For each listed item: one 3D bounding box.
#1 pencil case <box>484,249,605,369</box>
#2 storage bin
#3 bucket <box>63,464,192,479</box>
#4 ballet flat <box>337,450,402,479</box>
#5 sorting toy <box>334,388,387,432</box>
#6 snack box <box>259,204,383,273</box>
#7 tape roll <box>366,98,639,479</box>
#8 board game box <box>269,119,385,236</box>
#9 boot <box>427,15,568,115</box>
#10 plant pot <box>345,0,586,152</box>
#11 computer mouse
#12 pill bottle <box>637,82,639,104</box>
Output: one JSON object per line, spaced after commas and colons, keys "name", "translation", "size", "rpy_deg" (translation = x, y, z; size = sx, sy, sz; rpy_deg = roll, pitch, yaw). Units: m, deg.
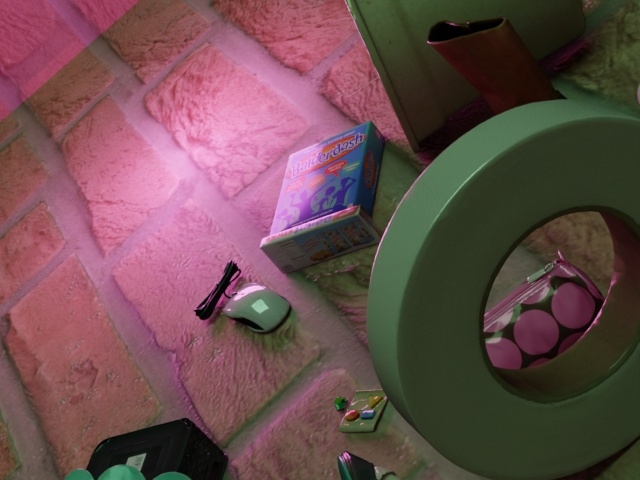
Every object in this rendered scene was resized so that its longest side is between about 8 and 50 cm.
{"name": "pencil case", "translation": [0.226, 0.108, 1.533], "size": [0.209, 0.098, 0.095], "rpy_deg": [-40, 31, 2]}
{"name": "storage bin", "translation": [-0.226, 0.320, 1.764], "size": [0.180, 0.084, 0.122], "rpy_deg": [-19, 37, 32]}
{"name": "bucket", "translation": [-0.193, 0.391, 1.469], "size": [0.281, 0.281, 0.183], "rpy_deg": [-19, 46, 31]}
{"name": "ballet flat", "translation": [0.068, 0.303, 1.496], "size": [0.074, 0.074, 0.203], "rpy_deg": [-36, 25, 8]}
{"name": "sorting toy", "translation": [0.044, 0.214, 1.676], "size": [0.083, 0.012, 0.062], "rpy_deg": [-9, 44, 41]}
{"name": "snack box", "translation": [0.000, 0.000, 1.942], "size": [0.178, 0.064, 0.022], "rpy_deg": [-19, 37, 31]}
{"name": "tape roll", "translation": [0.232, 0.054, 1.318], "size": [0.392, 0.392, 0.072], "rpy_deg": [-43, 32, -5]}
{"name": "board game box", "translation": [0.011, -0.079, 2.046], "size": [0.160, 0.047, 0.210], "rpy_deg": [-22, 35, 28]}
{"name": "boot", "translation": [0.296, -0.179, 1.641], "size": [0.096, 0.280, 0.264], "rpy_deg": [-50, 32, -16]}
{"name": "plant pot", "translation": [0.207, -0.343, 1.949], "size": [0.305, 0.334, 0.334], "rpy_deg": [-25, 33, 6]}
{"name": "computer mouse", "translation": [-0.115, 0.086, 1.979], "size": [0.106, 0.042, 0.193], "rpy_deg": [-50, 32, -18]}
{"name": "pill bottle", "translation": [0.477, -0.194, 1.456], "size": [0.361, 0.204, 0.204], "rpy_deg": [-61, 31, 7]}
